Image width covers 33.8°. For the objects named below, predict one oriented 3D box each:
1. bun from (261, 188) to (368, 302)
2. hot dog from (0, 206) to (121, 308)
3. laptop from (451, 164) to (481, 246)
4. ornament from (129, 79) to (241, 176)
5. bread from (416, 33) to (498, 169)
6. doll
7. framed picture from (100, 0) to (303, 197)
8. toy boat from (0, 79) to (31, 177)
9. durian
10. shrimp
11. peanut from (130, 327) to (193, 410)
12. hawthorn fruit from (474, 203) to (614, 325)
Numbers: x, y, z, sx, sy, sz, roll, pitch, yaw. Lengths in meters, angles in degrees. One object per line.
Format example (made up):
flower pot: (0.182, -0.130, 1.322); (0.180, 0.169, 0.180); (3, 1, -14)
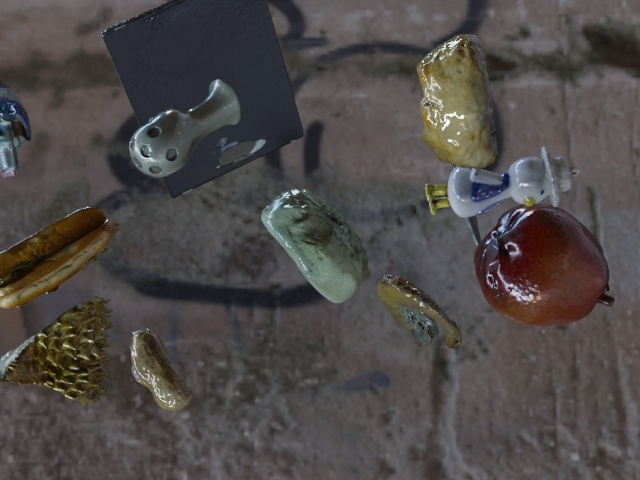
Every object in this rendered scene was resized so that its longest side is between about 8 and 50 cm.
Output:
bun: (0.002, 0.002, 1.806); (0.221, 0.108, 0.221); (49, -173, -9)
hot dog: (-0.471, 0.029, 1.847); (0.109, 0.269, 0.072); (53, 162, 21)
laptop: (0.356, -0.085, 2.565); (0.129, 0.016, 0.180); (-90, -23, -52)
ornament: (-0.177, -0.141, 1.348); (0.156, 0.081, 0.075); (-40, -21, -28)
bread: (0.240, -0.241, 1.870); (0.244, 0.134, 0.245); (-5, -90, -81)
doll: (0.350, -0.104, 2.016); (0.138, 0.293, 0.119); (67, -165, -54)
framed picture: (-0.165, -0.230, 1.589); (0.013, 0.244, 0.324); (54, 166, 43)
toy boat: (-0.571, -0.195, 1.855); (0.262, 0.114, 0.115); (98, 158, -64)
durian: (-0.448, 0.181, 1.892); (0.196, 0.185, 0.305); (-56, -9, -2)
shrimp: (0.179, 0.130, 1.777); (0.058, 0.173, 0.253); (-55, -38, -12)
peanut: (-0.356, 0.287, 2.320); (0.214, 0.099, 0.099); (48, 162, 23)
hawthorn fruit: (0.492, 0.052, 2.336); (0.295, 0.311, 0.295); (-3, 87, 53)
